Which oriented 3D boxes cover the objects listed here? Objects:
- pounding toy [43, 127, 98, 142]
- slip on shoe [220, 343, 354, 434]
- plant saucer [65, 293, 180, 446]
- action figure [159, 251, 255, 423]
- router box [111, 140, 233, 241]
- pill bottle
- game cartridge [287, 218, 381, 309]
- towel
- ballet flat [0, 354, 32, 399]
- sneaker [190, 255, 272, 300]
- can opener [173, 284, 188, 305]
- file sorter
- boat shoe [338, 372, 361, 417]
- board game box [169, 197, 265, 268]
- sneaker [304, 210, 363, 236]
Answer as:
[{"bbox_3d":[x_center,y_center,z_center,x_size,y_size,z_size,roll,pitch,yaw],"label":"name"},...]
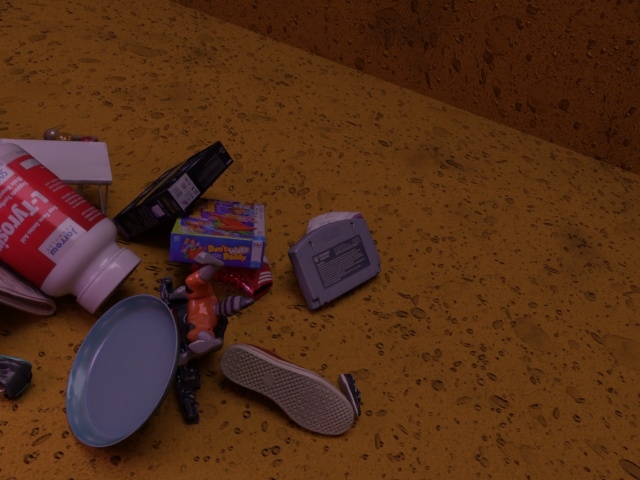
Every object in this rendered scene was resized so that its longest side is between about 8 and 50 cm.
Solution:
[{"bbox_3d":[-0.759,-0.295,1.965,0.183,0.110,0.237,-5,43,-26],"label":"pounding toy"},{"bbox_3d":[-0.070,0.331,1.458,0.331,0.123,0.101,27,6,5],"label":"slip on shoe"},{"bbox_3d":[-0.400,0.266,1.308,0.044,0.318,0.317,40,15,-46],"label":"plant saucer"},{"bbox_3d":[-0.248,0.213,1.397,0.179,0.330,0.341,-9,75,-17],"label":"action figure"},{"bbox_3d":[-0.415,-0.144,1.812,0.081,0.243,0.309,56,35,-19],"label":"router box"},{"bbox_3d":[-0.638,-0.018,1.498,0.408,0.229,0.229,40,38,-8],"label":"pill bottle"},{"bbox_3d":[0.043,0.050,1.799,0.297,0.062,0.198,-24,92,-41],"label":"game cartridge"},{"bbox_3d":[-0.788,0.037,1.423,0.332,0.317,0.053,34,81,20],"label":"towel"},{"bbox_3d":[-0.741,0.261,1.301,0.281,0.095,0.096,15,52,-3],"label":"ballet flat"},{"bbox_3d":[-0.229,0.096,1.704,0.221,0.087,0.128,-4,41,-23],"label":"sneaker"},{"bbox_3d":[-0.386,0.192,1.555,0.095,0.076,0.283,2,26,36],"label":"can opener"},{"bbox_3d":[-0.730,-0.154,1.749,0.278,0.173,0.192,-2,41,-23],"label":"file sorter"},{"bbox_3d":[0.078,0.368,1.518,0.038,0.046,0.125,-4,34,-18],"label":"boat shoe"},{"bbox_3d":[-0.271,-0.028,1.739,0.233,0.078,0.347,6,18,-8],"label":"board game box"},{"bbox_3d":[0.000,0.000,1.920,0.152,0.114,0.305,13,33,36],"label":"sneaker"}]
